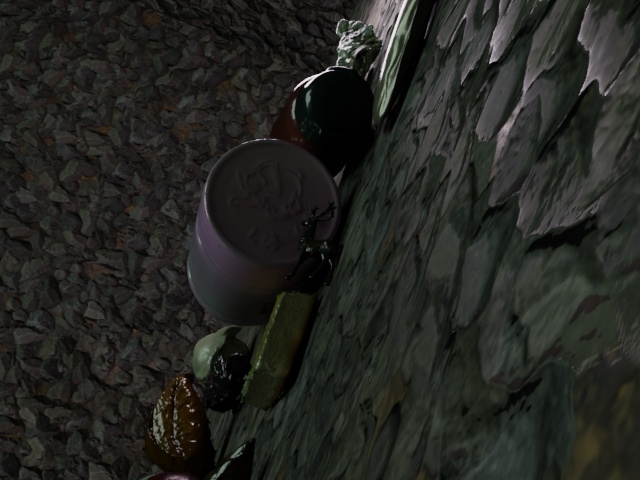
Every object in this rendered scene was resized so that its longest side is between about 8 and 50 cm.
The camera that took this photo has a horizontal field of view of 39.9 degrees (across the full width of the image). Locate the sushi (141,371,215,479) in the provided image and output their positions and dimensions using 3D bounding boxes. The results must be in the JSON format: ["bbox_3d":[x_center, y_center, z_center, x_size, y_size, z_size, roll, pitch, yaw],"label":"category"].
[{"bbox_3d":[-0.307,0.411,1.877,0.140,0.149,0.287,68,179,-52],"label":"sushi"}]

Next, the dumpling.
[{"bbox_3d":[-0.239,0.283,2.145,0.250,0.132,0.163,39,-118,-80],"label":"dumpling"}]

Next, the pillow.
[{"bbox_3d":[0.108,-0.253,1.146,0.131,0.038,0.233,-90,19,-83],"label":"pillow"}]

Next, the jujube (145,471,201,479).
[{"bbox_3d":[-0.219,0.431,1.321,0.230,0.155,0.155,97,-169,-70],"label":"jujube"}]

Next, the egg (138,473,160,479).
[{"bbox_3d":[-0.383,0.645,1.992,0.168,0.167,0.231,141,144,-79],"label":"egg"}]

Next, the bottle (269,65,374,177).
[{"bbox_3d":[0.006,-0.177,1.384,0.336,0.143,0.144,156,134,-79],"label":"bottle"}]

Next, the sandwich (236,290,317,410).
[{"bbox_3d":[-0.056,0.141,1.235,0.193,0.058,0.163,117,173,-63],"label":"sandwich"}]

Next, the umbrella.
[{"bbox_3d":[-0.195,0.304,1.823,0.326,0.090,0.094,120,166,-63],"label":"umbrella"}]

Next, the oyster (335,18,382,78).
[{"bbox_3d":[0.066,-0.311,1.684,0.199,0.087,0.252,-157,75,-85],"label":"oyster"}]

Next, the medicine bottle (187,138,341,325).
[{"bbox_3d":[-0.095,-0.001,1.351,0.316,0.202,0.202,123,166,-67],"label":"medicine bottle"}]

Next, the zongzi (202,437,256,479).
[{"bbox_3d":[-0.130,0.361,1.072,0.184,0.084,0.187,-55,19,30],"label":"zongzi"}]

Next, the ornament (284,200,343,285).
[{"bbox_3d":[0.000,0.000,1.172,0.028,0.073,0.125,54,-131,-47],"label":"ornament"}]
